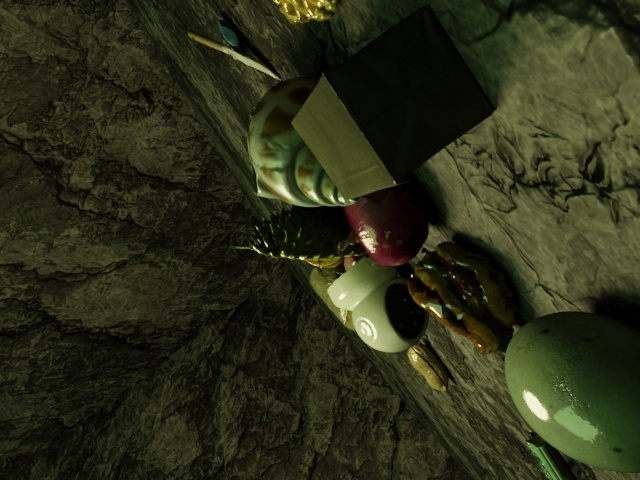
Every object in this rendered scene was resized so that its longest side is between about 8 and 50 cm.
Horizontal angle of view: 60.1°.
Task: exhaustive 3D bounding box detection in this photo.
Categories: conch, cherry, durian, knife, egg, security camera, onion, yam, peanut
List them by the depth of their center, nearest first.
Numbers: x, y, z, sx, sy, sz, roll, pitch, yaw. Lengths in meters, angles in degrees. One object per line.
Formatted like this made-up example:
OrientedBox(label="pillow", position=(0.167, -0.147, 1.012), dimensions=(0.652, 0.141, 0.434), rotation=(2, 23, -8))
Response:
OrientedBox(label="egg", position=(0.320, 0.172, 0.660), dimensions=(0.169, 0.169, 0.236), rotation=(56, 176, -16))
OrientedBox(label="conch", position=(-0.037, -0.160, 0.989), dimensions=(0.197, 0.249, 0.368), rotation=(15, -150, -12))
OrientedBox(label="onion", position=(0.112, -0.038, 0.991), dimensions=(0.177, 0.153, 0.177), rotation=(32, -140, -31))
OrientedBox(label="durian", position=(0.003, -0.005, 1.116), dimensions=(0.355, 0.169, 0.157), rotation=(-6, -120, -55))
OrientedBox(label="knife", position=(-0.202, -0.435, 1.295), dimensions=(0.298, 0.017, 0.047), rotation=(30, 169, 26))
OrientedBox(label="security camera", position=(0.152, 0.162, 1.355), dimensions=(0.236, 0.194, 0.194), rotation=(55, 171, 14))
OrientedBox(label="cherry", position=(0.123, 0.083, 1.564), dimensions=(0.107, 0.090, 0.225), rotation=(37, 174, 21))
OrientedBox(label="peanut", position=(0.325, 0.377, 1.654), dimensions=(0.174, 0.080, 0.080), rotation=(53, 171, -8))
OrientedBox(label="yam", position=(0.082, 0.171, 1.854), dimensions=(0.268, 0.161, 0.161), rotation=(49, 169, 38))

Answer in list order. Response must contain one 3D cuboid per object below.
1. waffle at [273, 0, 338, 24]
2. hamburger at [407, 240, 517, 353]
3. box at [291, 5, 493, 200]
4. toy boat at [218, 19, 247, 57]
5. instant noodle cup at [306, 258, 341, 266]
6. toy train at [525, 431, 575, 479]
OrientedBox(label="waffle", position=(-0.054, -0.412, 0.755), dimensions=(0.245, 0.052, 0.254), rotation=(58, 170, -18))
OrientedBox(label="hamburger", position=(0.238, 0.106, 0.956), dimensions=(0.183, 0.130, 0.206), rotation=(46, 170, 51))
OrientedBox(label="box", position=(0.078, -0.157, 0.715), dimensions=(0.155, 0.149, 0.231), rotation=(54, 171, -5))
OrientedBox(label="toy boat", position=(-0.213, -0.487, 1.341), dimensions=(0.105, 0.034, 0.149), rotation=(55, -177, -25))
OrientedBox(label="instant noodle cup", position=(0.019, 0.016, 1.676), dimensions=(0.151, 0.151, 0.122), rotation=(50, -178, 20))
OrientedBox(label="toy train", position=(0.519, 0.498, 1.260), dimensions=(0.148, 0.038, 0.071), rotation=(56, 168, -9))
